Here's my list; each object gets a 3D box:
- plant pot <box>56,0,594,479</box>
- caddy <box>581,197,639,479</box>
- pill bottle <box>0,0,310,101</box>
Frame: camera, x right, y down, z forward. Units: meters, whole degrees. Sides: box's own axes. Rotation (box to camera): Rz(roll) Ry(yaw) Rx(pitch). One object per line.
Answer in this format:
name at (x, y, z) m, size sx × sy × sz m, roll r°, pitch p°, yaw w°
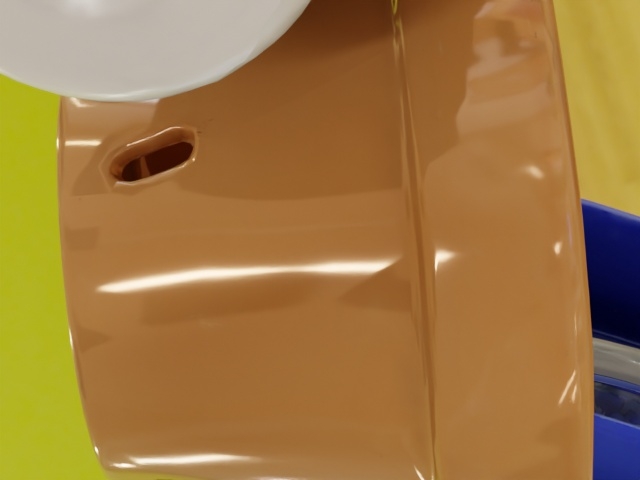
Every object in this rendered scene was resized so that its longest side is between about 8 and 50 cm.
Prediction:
plant pot at (0.000, 0.000, 0.856) m, size 0.291 × 0.203 × 0.291 m, roll -4°, pitch -90°, yaw -88°
caddy at (0.171, 0.109, 1.107) m, size 0.179 × 0.341 × 0.241 m, roll 94°, pitch -165°, yaw -59°
pill bottle at (-0.042, -0.193, 0.733) m, size 0.318 × 0.176 × 0.176 m, roll -64°, pitch -33°, yaw -59°
